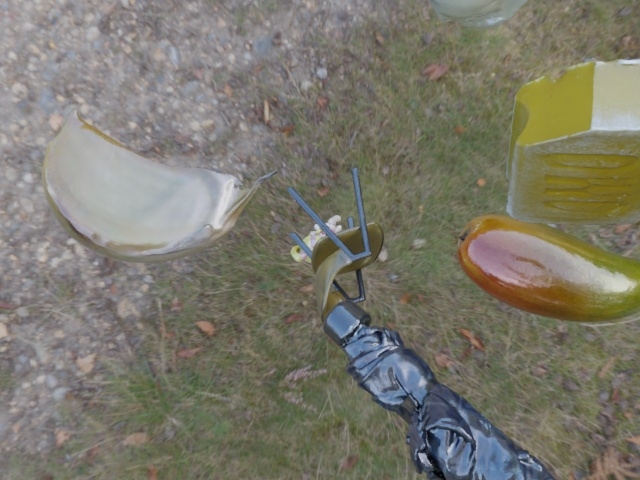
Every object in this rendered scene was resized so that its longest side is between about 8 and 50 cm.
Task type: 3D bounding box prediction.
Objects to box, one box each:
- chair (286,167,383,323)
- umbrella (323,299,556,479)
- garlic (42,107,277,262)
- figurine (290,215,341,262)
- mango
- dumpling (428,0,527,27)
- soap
[{"bbox_3d":[0.035,0.020,1.394,0.173,0.158,0.246,-18,57,-13],"label":"chair"},{"bbox_3d":[0.079,0.132,0.571,0.071,0.080,0.224,-38,62,-15],"label":"umbrella"},{"bbox_3d":[-0.243,-0.052,1.058,0.339,0.151,0.196,18,114,11],"label":"garlic"},{"bbox_3d":[0.000,0.000,1.628,0.083,0.187,0.083,10,120,18],"label":"figurine"},{"bbox_3d":[0.340,0.047,1.081,0.289,0.146,0.129,18,111,17],"label":"mango"},{"bbox_3d":[0.246,-0.433,1.151,0.193,0.258,0.146,6,57,17],"label":"dumpling"},{"bbox_3d":[0.250,-0.083,0.689,0.140,0.232,0.073,1,73,12],"label":"soap"}]
